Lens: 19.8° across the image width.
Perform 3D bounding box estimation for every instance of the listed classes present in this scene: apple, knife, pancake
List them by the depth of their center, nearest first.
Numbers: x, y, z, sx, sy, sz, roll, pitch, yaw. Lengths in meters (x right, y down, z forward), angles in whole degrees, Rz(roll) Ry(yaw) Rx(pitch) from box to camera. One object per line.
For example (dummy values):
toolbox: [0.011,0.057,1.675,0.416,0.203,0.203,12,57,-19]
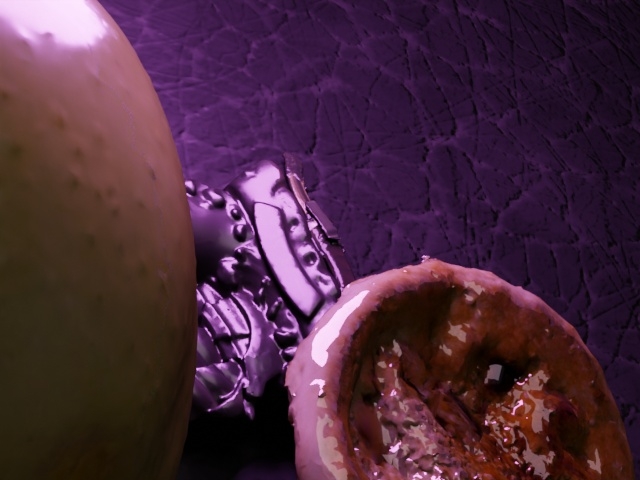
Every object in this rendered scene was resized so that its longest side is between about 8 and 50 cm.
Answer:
apple: [-0.285,0.034,1.061,0.473,0.473,0.473,18,40,-16]
pancake: [0.119,0.170,1.390,0.356,0.065,0.356,20,54,-31]
knife: [0.006,0.001,1.615,0.045,0.021,0.222,6,46,-25]

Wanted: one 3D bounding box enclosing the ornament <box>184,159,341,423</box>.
ornament: [-0.126,0.050,1.426,0.260,0.106,0.251,-9,54,-30]
